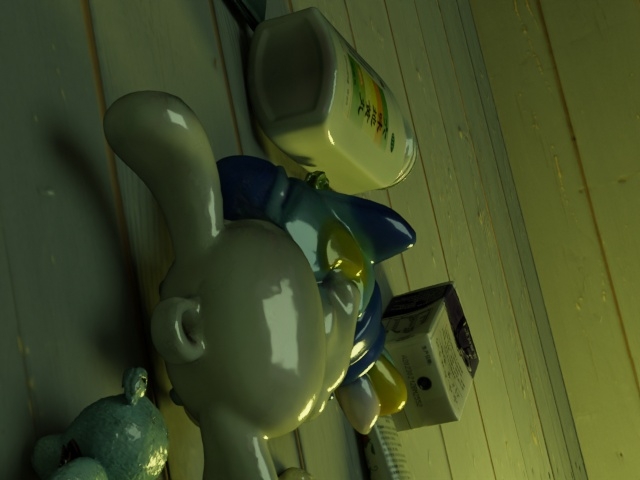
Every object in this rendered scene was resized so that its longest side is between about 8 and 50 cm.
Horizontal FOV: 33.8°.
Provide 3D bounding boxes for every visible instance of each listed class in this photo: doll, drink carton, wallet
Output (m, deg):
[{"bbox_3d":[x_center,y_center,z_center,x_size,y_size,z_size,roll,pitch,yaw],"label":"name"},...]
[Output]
[{"bbox_3d":[-0.166,0.165,0.683,0.180,0.075,0.120,-46,160,-46],"label":"doll"},{"bbox_3d":[-0.046,0.060,0.949,0.365,0.187,0.376,-13,110,-62],"label":"doll"},{"bbox_3d":[0.149,0.160,1.487,0.222,0.101,0.134,-48,122,-68],"label":"drink carton"},{"bbox_3d":[-0.096,-0.326,1.298,0.088,0.026,0.129,49,32,-44],"label":"wallet"}]

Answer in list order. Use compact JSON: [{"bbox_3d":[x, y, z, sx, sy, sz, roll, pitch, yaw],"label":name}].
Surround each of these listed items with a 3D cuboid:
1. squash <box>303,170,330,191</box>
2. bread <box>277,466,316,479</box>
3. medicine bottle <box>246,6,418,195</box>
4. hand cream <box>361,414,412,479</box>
[{"bbox_3d":[0.000,0.000,1.213,0.094,0.094,0.224,54,22,-45],"label":"squash"},{"bbox_3d":[-0.016,0.310,1.007,0.251,0.038,0.182,15,62,-68],"label":"bread"},{"bbox_3d":[0.026,-0.161,1.368,0.324,0.124,0.179,35,46,-63],"label":"medicine bottle"},{"bbox_3d":[0.089,0.307,1.285,0.095,0.059,0.276,31,41,-61],"label":"hand cream"}]
